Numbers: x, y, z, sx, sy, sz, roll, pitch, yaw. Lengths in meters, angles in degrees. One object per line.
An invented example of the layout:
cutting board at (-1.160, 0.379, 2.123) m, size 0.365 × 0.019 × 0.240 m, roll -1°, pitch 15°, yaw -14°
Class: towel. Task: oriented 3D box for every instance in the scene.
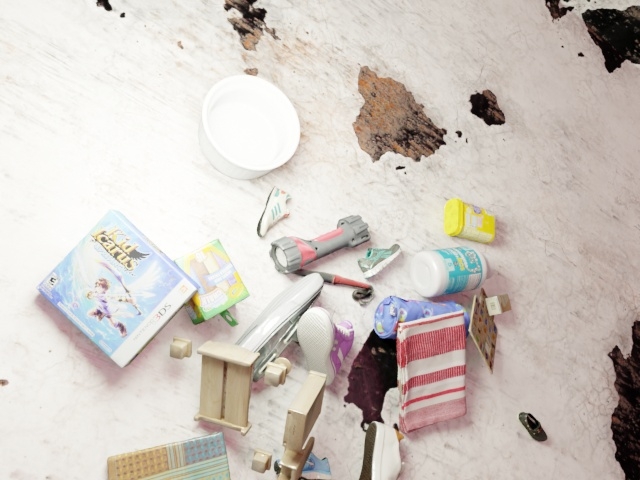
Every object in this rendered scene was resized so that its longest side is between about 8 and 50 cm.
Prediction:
towel at (0.332, 0.384, 1.529) m, size 0.237 × 0.037 × 0.329 m, roll -8°, pitch 101°, yaw -24°
towel at (-0.322, 0.646, 1.172) m, size 0.271 × 0.040 × 0.370 m, roll -8°, pitch 78°, yaw -15°

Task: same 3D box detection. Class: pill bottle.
pill bottle at (0.426, 0.094, 1.667) m, size 0.264 × 0.146 × 0.146 m, roll -6°, pitch 79°, yaw -28°

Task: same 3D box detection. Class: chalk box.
chalk box at (-0.276, 0.127, 1.315) m, size 0.132 × 0.132 × 0.213 m, roll -28°, pitch 88°, yaw -30°

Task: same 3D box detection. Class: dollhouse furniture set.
dollhouse furniture set at (-0.183, 0.391, 1.304) m, size 0.355 × 0.174 × 0.303 m, roll 12°, pitch 108°, yaw 14°

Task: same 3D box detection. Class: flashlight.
flashlight at (0.000, 0.000, 1.514) m, size 0.304 × 0.103 × 0.103 m, roll -25°, pitch 114°, yaw -33°

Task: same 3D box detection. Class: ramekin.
ramekin at (-0.208, -0.305, 1.467) m, size 0.277 × 0.135 × 0.277 m, roll 7°, pitch 73°, yaw -24°

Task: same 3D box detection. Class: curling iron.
curling iron at (0.042, 0.126, 1.529) m, size 0.274 × 0.035 × 0.068 m, roll 21°, pitch 67°, yaw -20°

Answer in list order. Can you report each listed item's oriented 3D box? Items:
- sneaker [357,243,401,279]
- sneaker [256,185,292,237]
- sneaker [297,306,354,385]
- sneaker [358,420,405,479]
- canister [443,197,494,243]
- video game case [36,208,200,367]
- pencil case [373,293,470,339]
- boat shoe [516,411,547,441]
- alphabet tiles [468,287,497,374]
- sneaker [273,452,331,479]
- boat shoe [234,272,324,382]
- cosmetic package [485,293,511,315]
sneaker at (0.180, 0.046, 1.608) m, size 0.166 × 0.065 × 0.076 m, roll -36°, pitch 89°, yaw -31°
sneaker at (-0.126, -0.074, 1.488) m, size 0.075 × 0.057 × 0.161 m, roll 23°, pitch 64°, yaw -13°
sneaker at (0.024, 0.240, 1.389) m, size 0.102 × 0.282 × 0.161 m, roll 23°, pitch 50°, yaw 24°
sneaker at (0.171, 0.649, 1.408) m, size 0.123 × 0.106 × 0.290 m, roll 22°, pitch 66°, yaw -17°
canister at (0.513, -0.063, 1.796) m, size 0.169 × 0.073 × 0.126 m, roll 14°, pitch 70°, yaw -24°
video game case at (-0.457, 0.107, 1.194) m, size 0.269 × 0.061 × 0.244 m, roll 43°, pitch 87°, yaw 0°
pencil case at (0.307, 0.236, 1.582) m, size 0.306 × 0.119 × 0.133 m, roll 8°, pitch 90°, yaw -26°
boat shoe at (0.704, 0.616, 1.722) m, size 0.133 × 0.042 × 0.049 m, roll 46°, pitch 59°, yaw -10°
alphabet tiles at (0.525, 0.271, 1.678) m, size 0.198 × 0.009 × 0.237 m, roll 58°, pitch 36°, yaw -25°
sneaker at (-0.047, 0.582, 1.356) m, size 0.162 × 0.063 × 0.073 m, roll 19°, pitch 49°, yaw -24°
boat shoe at (-0.100, 0.230, 1.398) m, size 0.335 × 0.121 × 0.119 m, roll -44°, pitch 105°, yaw -18°
cosmetic package at (0.597, 0.214, 1.754) m, size 0.115 × 0.041 × 0.060 m, roll -3°, pitch 77°, yaw -53°
